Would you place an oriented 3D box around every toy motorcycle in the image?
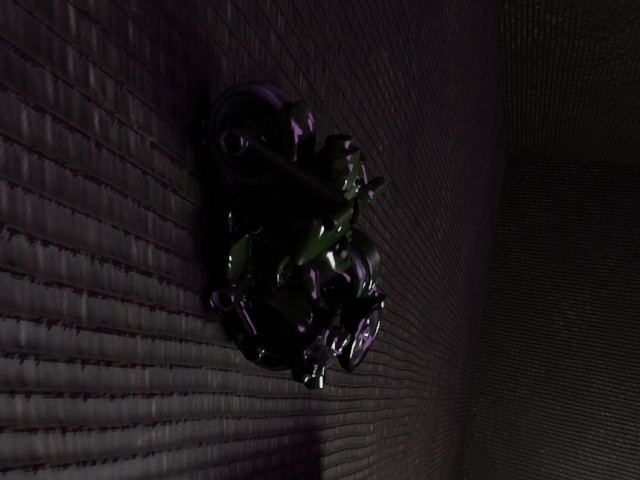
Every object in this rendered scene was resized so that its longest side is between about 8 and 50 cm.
[{"bbox_3d":[0.000,0.000,0.439,0.205,0.127,0.274,-39,134,-54],"label":"toy motorcycle"}]
